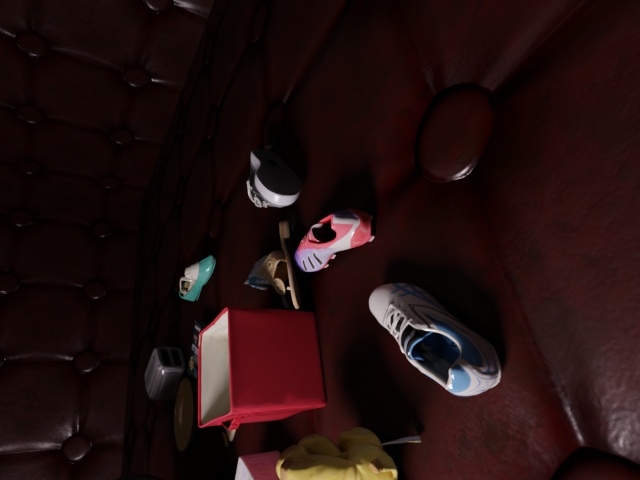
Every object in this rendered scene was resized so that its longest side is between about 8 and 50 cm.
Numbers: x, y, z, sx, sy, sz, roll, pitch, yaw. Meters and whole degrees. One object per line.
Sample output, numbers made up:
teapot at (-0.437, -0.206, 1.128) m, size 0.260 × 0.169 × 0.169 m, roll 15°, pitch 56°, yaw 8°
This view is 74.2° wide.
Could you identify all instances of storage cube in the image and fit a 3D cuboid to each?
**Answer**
storage cube at (-0.124, 0.256, 0.846) m, size 0.183 × 0.193 × 0.215 m, roll -42°, pitch 49°, yaw 47°

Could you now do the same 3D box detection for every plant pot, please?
plant pot at (-0.467, 0.605, 1.481) m, size 0.236 × 0.032 × 0.237 m, roll -22°, pitch 64°, yaw 56°

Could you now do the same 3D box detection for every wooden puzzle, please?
wooden puzzle at (-0.248, 0.500, 1.163) m, size 0.078 × 0.014 × 0.116 m, roll 44°, pitch 120°, yaw 49°

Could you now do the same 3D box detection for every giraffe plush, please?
giraffe plush at (0.050, 0.373, 0.590) m, size 0.210 × 0.181 × 0.171 m, roll -13°, pitch 79°, yaw 21°

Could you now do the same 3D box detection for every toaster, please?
toaster at (-0.594, 0.511, 1.628) m, size 0.227 × 0.129 × 0.147 m, roll 38°, pitch 112°, yaw 57°

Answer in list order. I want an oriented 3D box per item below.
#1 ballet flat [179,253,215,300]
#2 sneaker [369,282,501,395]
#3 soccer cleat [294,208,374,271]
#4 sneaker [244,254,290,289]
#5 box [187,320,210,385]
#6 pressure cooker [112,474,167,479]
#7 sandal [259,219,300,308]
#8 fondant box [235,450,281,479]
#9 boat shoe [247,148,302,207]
ballet flat at (-0.461, 0.140, 1.545) m, size 0.247 × 0.087 × 0.083 m, roll -54°, pitch 39°, yaw 36°
sneaker at (0.129, 0.118, 0.567) m, size 0.237 × 0.086 × 0.085 m, roll 34°, pitch 113°, yaw 58°
soccer cleat at (0.000, 0.000, 0.804) m, size 0.248 × 0.095 × 0.083 m, roll -28°, pitch 59°, yaw 53°
sneaker at (-0.128, 0.075, 1.029) m, size 0.190 × 0.071 × 0.083 m, roll -5°, pitch 68°, yaw 56°
box at (-0.369, 0.368, 1.363) m, size 0.220 × 0.051 × 0.175 m, roll 7°, pitch 88°, yaw 60°
pressure cooker at (-0.399, 0.750, 0.952) m, size 0.420 × 0.375 × 0.370 m, roll -25°, pitch 51°, yaw 45°
sandal at (-0.094, 0.056, 0.923) m, size 0.088 × 0.079 × 0.240 m, roll 76°, pitch -177°, yaw -47°
fondant box at (-0.071, 0.584, 0.763) m, size 0.330 × 0.096 × 0.239 m, roll 13°, pitch 93°, yaw 58°
boat shoe at (-0.129, -0.134, 1.044) m, size 0.306 × 0.113 × 0.105 m, roll -127°, pitch 47°, yaw -54°
